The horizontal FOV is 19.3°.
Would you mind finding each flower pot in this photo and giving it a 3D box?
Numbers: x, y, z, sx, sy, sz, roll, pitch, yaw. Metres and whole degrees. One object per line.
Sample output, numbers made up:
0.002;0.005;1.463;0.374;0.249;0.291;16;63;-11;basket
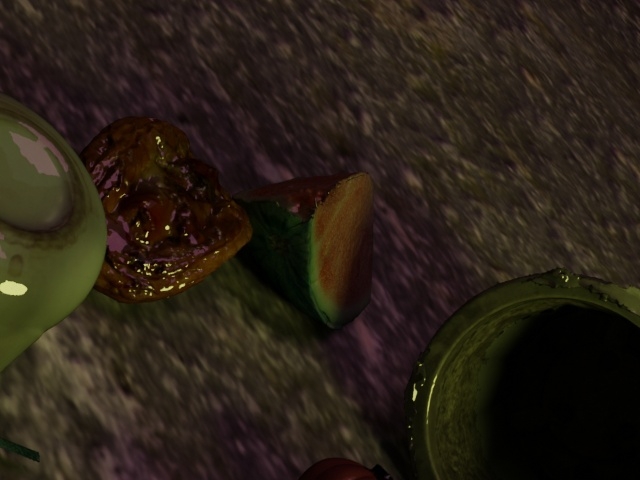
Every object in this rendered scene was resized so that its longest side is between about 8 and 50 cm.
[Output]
0.241;0.168;1.751;0.290;0.290;0.259;50;13;12;flower pot

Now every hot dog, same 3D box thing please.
-0.146;-0.026;1.641;0.160;0.099;0.227;43;29;-5;hot dog

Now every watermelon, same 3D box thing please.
-0.013;0.017;1.770;0.231;0.128;0.146;-27;108;-69;watermelon

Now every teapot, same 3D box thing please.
-0.309;-0.037;1.362;0.318;0.149;0.220;37;35;-17;teapot

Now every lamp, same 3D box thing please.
0.025;0.224;1.518;0.107;0.092;0.107;43;-9;8;lamp

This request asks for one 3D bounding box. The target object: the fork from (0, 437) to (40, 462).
-0.298;0.118;1.302;0.235;0.021;0.039;29;34;-31;fork
